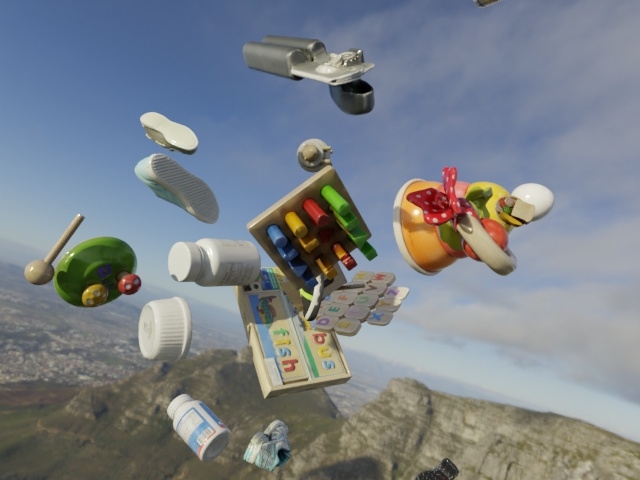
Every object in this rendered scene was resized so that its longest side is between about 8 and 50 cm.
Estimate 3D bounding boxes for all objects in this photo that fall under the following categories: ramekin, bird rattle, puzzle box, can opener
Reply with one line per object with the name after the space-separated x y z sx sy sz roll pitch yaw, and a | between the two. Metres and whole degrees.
-0.497 0.283 1.425 0.109 0.207 0.207 5 -2 -38 | ramekin
0.279 -0.031 0.804 0.207 0.143 0.253 55 14 18 | bird rattle
-0.093 0.254 1.359 0.271 0.409 0.052 1 -41 -33 | puzzle box
-0.024 -0.250 0.683 0.283 0.076 0.095 35 -32 48 | can opener

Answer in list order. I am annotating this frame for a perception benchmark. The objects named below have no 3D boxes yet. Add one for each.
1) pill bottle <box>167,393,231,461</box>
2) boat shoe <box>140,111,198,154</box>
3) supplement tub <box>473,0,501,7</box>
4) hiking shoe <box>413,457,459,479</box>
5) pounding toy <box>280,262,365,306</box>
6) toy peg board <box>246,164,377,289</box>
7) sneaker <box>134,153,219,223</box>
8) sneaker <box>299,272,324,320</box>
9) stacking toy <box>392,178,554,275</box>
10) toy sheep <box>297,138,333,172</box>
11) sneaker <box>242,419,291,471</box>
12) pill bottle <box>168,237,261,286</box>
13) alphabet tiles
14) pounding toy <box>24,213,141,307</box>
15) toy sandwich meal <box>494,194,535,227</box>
-0.415 0.622 1.516 0.221 0.124 0.124 31 -3 33 | pill bottle
-0.611 -0.423 1.840 0.305 0.109 0.091 32 -37 21 | boat shoe
0.409 -0.585 1.031 0.071 0.071 0.107 25 -8 -34 | supplement tub
0.350 0.782 1.423 0.226 0.114 0.086 -2 33 -41 | hiking shoe
0.006 0.108 1.104 0.141 0.100 0.130 -29 4 -34 | pounding toy
0.000 0.000 0.703 0.161 0.160 0.079 56 -3 -38 | toy peg board
-0.537 -0.189 1.700 0.150 0.135 0.366 -3 -37 35 | sneaker
-0.040 0.054 0.971 0.097 0.235 0.084 2 -8 0 | sneaker
0.512 -0.074 1.473 0.479 0.351 0.350 -10 -28 44 | stacking toy
-0.015 -0.208 1.111 0.091 0.091 0.132 16 0 6 | toy sheep
-0.151 0.685 1.474 0.122 0.110 0.283 28 0 16 | sneaker
-0.286 0.060 1.225 0.131 0.131 0.229 7 1 40 | pill bottle
0.106 0.177 1.324 0.277 0.284 0.021 1 -58 37 | alphabet tiles
-0.489 0.082 0.989 0.110 0.183 0.237 34 -14 31 | pounding toy
0.422 -0.066 0.978 0.085 0.086 0.029 17 -20 1 | toy sandwich meal
